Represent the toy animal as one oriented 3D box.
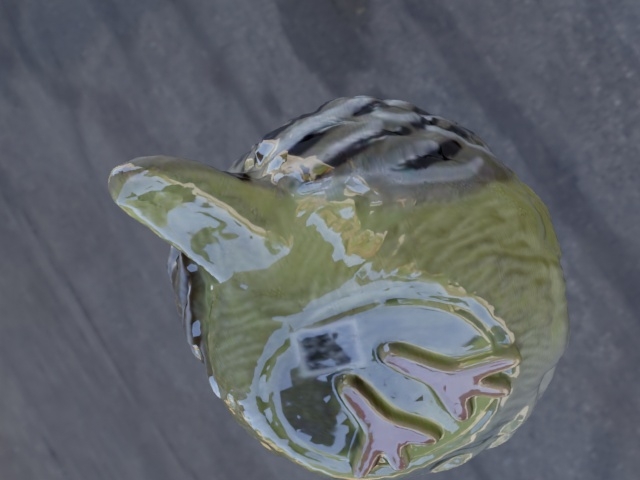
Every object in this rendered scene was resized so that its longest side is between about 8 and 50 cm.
[{"bbox_3d":[0.000,0.000,0.367,0.137,0.098,0.098,38,166,-31],"label":"toy animal"}]
